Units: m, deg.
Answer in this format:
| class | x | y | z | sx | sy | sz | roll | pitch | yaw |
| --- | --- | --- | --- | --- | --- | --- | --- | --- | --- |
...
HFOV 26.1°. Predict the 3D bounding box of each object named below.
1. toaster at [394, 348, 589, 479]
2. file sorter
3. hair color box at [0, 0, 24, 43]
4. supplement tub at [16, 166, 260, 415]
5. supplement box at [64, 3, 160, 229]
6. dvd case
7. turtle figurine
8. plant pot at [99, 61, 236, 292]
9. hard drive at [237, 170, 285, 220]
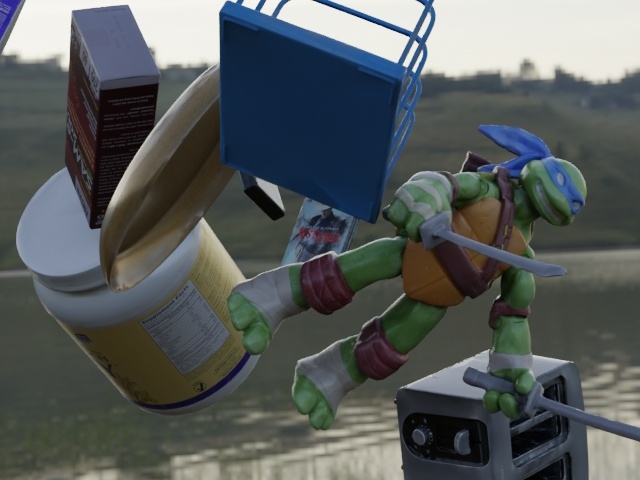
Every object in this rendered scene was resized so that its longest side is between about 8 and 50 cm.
| class | x | y | z | sx | sy | sz | roll | pitch | yaw |
| --- | --- | --- | --- | --- | --- | --- | --- | --- | --- |
| toaster | 0.168 | 0.201 | 1.305 | 0.110 | 0.168 | 0.185 | 5 | 14 | 43 |
| file sorter | 0.008 | -0.113 | 0.910 | 0.118 | 0.104 | 0.170 | 22 | -29 | 9 |
| hair color box | -0.558 | -0.263 | 2.094 | 0.110 | 0.339 | 0.185 | 25 | -35 | -14 |
| supplement tub | -0.239 | 0.062 | 1.872 | 0.241 | 0.241 | 0.331 | -3 | -38 | 25 |
| supplement box | -0.249 | -0.142 | 1.619 | 0.073 | 0.130 | 0.239 | -10 | -40 | -21 |
| dvd case | 0.000 | 0.000 | 1.467 | 0.087 | 0.119 | 0.013 | 5 | -21 | 47 |
| turtle figurine | 0.079 | 0.054 | 0.990 | 0.266 | 0.275 | 0.198 | -28 | -30 | 19 |
| plant pot | -0.109 | -0.062 | 1.117 | 0.032 | 0.236 | 0.236 | 36 | 4 | 6 |
| hard drive | -0.089 | -0.102 | 1.824 | 0.022 | 0.135 | 0.094 | -26 | -33 | 12 |
